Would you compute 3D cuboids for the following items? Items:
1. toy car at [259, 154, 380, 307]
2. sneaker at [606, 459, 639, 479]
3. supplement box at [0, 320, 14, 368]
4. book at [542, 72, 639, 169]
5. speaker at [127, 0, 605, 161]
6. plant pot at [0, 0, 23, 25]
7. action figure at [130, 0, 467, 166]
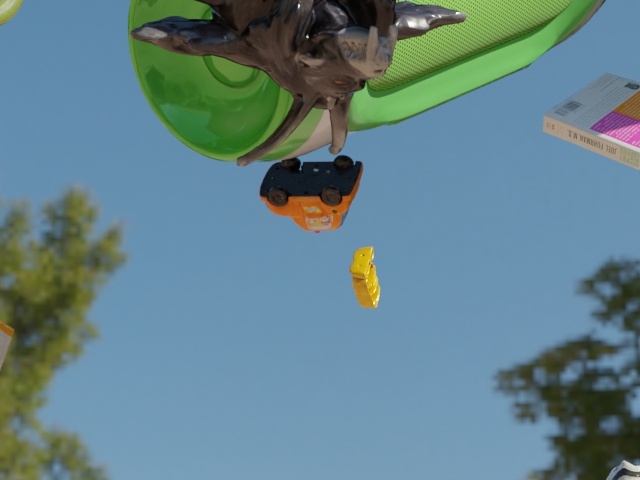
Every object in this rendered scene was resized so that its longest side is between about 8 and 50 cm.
[{"bbox_3d":[0.000,0.000,0.975,0.060,0.122,0.040,-11,-52,4],"label":"toy car"},{"bbox_3d":[0.224,0.190,1.304,0.040,0.043,0.109,11,-18,2],"label":"sneaker"},{"bbox_3d":[-0.225,0.082,1.037,0.036,0.098,0.062,-7,-35,38],"label":"supplement box"},{"bbox_3d":[0.285,-0.101,1.588,0.144,0.096,0.035,27,-45,36],"label":"book"},{"bbox_3d":[0.039,-0.134,0.948,0.131,0.131,0.296,-23,2,45],"label":"speaker"},{"bbox_3d":[-0.330,-0.179,1.049,0.294,0.274,0.275,-5,-23,18],"label":"plant pot"},{"bbox_3d":[0.009,-0.154,0.716,0.164,0.275,0.141,-6,19,-22],"label":"action figure"}]
